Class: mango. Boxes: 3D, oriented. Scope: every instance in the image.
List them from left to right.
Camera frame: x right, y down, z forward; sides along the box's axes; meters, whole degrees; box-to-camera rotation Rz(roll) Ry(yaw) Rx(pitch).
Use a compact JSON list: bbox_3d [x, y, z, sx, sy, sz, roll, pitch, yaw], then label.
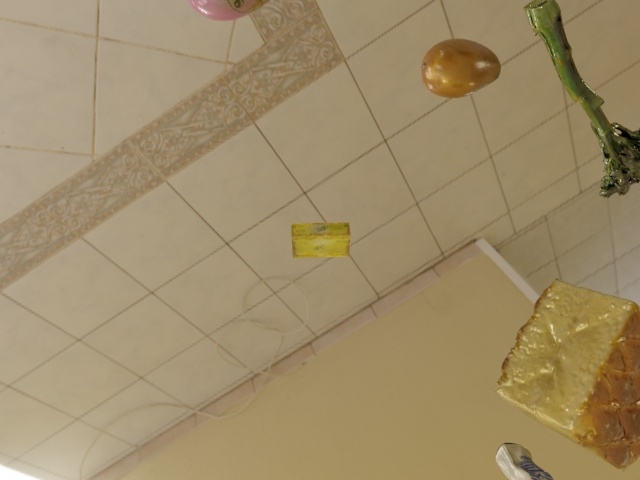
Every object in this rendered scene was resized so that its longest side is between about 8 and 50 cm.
[{"bbox_3d":[0.339,-0.421,1.196,0.221,0.151,0.120,-28,156,-33],"label":"mango"}]

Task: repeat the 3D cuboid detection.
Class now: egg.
[{"bbox_3d":[-0.175,-0.585,1.038,0.271,0.196,0.196,-46,130,-4],"label":"egg"}]

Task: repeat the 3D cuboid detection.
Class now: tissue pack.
[{"bbox_3d":[0.000,0.000,1.489,0.176,0.062,0.095,-1,137,-3],"label":"tissue pack"}]

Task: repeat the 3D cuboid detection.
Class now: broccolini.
[{"bbox_3d":[0.276,-0.133,0.487,0.254,0.058,0.071,39,64,-35],"label":"broccolini"}]

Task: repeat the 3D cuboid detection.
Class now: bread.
[{"bbox_3d":[0.540,0.266,0.987,0.279,0.207,0.279,38,82,-32],"label":"bread"}]

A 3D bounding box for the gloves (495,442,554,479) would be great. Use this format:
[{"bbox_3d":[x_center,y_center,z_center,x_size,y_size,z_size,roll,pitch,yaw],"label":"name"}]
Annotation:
[{"bbox_3d":[0.380,0.456,0.878,0.097,0.229,0.119,-17,107,13],"label":"gloves"}]
